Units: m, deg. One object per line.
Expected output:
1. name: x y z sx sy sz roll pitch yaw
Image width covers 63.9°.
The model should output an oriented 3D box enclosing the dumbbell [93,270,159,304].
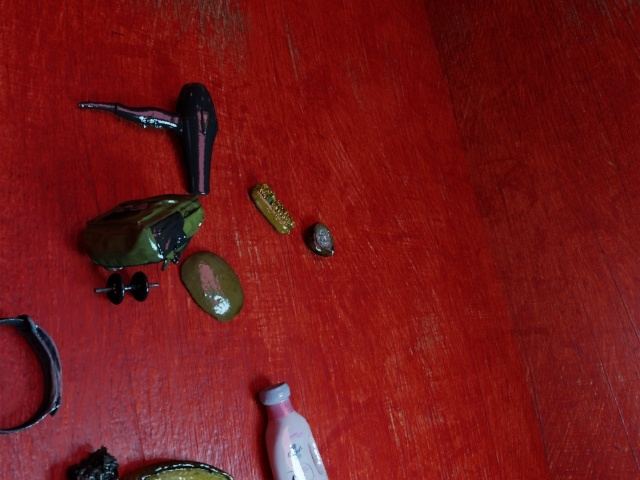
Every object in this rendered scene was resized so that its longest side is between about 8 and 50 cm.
1. dumbbell: -0.418 0.103 1.117 0.147 0.069 0.069 -3 75 -49

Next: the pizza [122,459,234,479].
1. pizza: -0.270 0.583 1.057 0.251 0.074 0.287 -6 78 -49

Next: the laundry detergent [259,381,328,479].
1. laundry detergent: -0.069 0.530 1.300 0.159 0.088 0.335 -10 79 -55

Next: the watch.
1. watch: -0.556 0.233 0.905 0.193 0.068 0.206 17 64 -47

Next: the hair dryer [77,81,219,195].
1. hair dryer: -0.426 -0.273 1.297 0.360 0.120 0.303 4 84 -37

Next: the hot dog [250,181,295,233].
1. hot dog: -0.139 -0.094 1.540 0.188 0.055 0.072 51 40 -18

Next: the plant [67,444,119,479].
1. plant: -0.440 0.453 0.928 0.085 0.087 0.174 36 35 9

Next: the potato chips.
1. potato chips: -0.262 0.112 1.310 0.150 0.049 0.201 -45 113 -43

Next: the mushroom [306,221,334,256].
1. mushroom: 0.000 0.000 1.657 0.123 0.052 0.123 32 48 -45

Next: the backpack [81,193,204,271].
1. backpack: -0.372 -0.023 1.132 0.253 0.207 0.140 -48 132 -58
